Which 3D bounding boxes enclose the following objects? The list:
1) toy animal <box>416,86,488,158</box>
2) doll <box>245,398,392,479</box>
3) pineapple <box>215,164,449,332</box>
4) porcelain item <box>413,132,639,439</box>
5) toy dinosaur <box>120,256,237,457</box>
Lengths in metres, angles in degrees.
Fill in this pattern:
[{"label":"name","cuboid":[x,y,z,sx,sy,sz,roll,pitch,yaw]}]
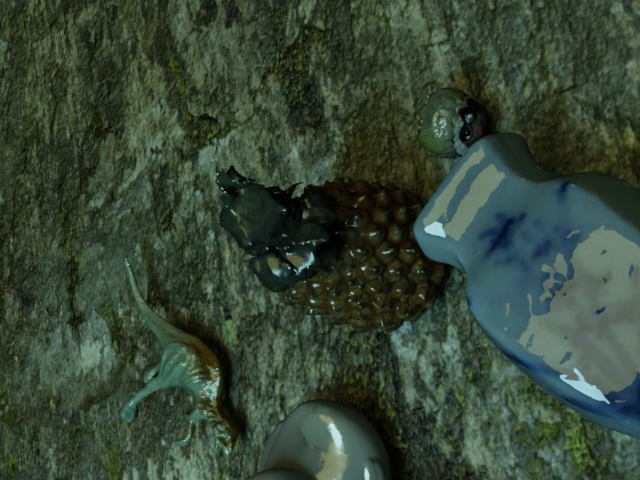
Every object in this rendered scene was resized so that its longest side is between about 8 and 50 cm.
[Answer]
[{"label":"toy animal","cuboid":[0.179,-0.153,1.159,0.098,0.137,0.098,1,77,-3]},{"label":"doll","cuboid":[-0.025,0.338,1.135,0.221,0.221,0.251,18,91,39]},{"label":"pineapple","cuboid":[0.000,0.002,1.085,0.223,0.357,0.223,-12,71,38]},{"label":"porcelain item","cuboid":[0.304,0.060,0.944,0.405,0.178,0.242,45,108,31]},{"label":"toy dinosaur","cuboid":[-0.254,0.203,1.422,0.205,0.092,0.393,-34,61,29]}]
